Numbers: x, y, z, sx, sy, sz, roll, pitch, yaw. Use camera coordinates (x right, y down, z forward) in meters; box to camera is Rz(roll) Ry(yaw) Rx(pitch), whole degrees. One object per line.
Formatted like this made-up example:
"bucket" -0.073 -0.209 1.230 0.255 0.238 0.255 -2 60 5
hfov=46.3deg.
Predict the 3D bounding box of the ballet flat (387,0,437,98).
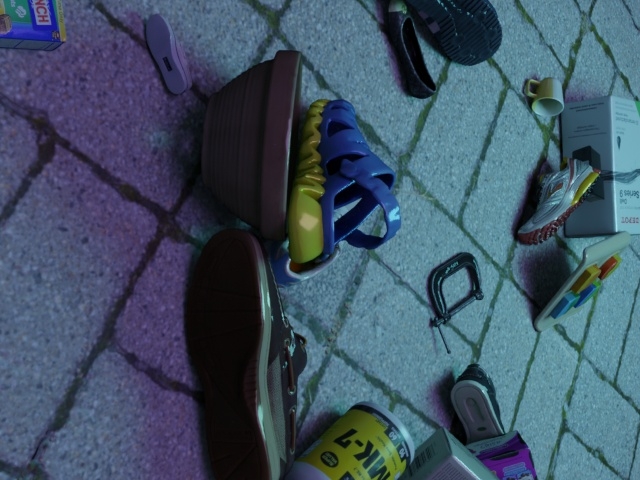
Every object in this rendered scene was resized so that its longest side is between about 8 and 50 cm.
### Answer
"ballet flat" 0.154 -0.319 1.238 0.057 0.049 0.173 -32 109 -40

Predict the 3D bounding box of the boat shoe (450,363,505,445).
"boat shoe" 0.288 0.327 1.310 0.079 0.084 0.233 -55 132 -60

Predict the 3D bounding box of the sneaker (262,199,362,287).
"sneaker" 0.000 0.000 1.052 0.228 0.092 0.087 -39 111 -38

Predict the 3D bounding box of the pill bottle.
"pill bottle" 0.027 0.330 1.041 0.208 0.119 0.119 -36 111 -38

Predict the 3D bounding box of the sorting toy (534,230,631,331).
"sorting toy" 0.530 0.086 1.498 0.193 0.038 0.208 -16 139 -42

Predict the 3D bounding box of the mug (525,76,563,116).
"mug" 0.458 -0.299 1.513 0.078 0.062 0.064 37 56 -42

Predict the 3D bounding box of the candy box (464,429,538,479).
"candy box" 0.292 0.454 1.256 0.159 0.071 0.233 -16 102 1

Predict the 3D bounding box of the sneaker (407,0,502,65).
"sneaker" 0.207 -0.420 1.263 0.319 0.112 0.131 33 32 -50

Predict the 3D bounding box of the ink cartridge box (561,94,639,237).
"ink cartridge box" 0.628 -0.151 1.616 0.211 0.121 0.289 -2 90 -42

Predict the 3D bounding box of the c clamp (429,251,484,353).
"c clamp" 0.241 0.099 1.320 0.160 0.022 0.137 -34 105 -37

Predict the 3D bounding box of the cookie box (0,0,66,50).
"cookie box" -0.332 -0.254 0.794 0.107 0.040 0.092 -10 93 -43

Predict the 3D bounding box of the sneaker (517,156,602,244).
"sneaker" 0.461 -0.078 1.497 0.225 0.092 0.088 -44 159 -22

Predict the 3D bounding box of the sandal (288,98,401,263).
"sandal" 0.034 -0.082 0.992 0.317 0.138 0.126 -86 178 -48

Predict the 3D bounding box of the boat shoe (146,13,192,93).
"boat shoe" -0.186 -0.234 0.937 0.100 0.035 0.035 69 23 -11

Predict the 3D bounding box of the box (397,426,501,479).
"box" 0.252 0.428 1.164 0.113 0.094 0.275 -44 100 9

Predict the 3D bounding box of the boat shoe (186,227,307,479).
"boat shoe" -0.081 0.152 0.964 0.123 0.123 0.342 -10 94 -58

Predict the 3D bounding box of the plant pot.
"plant pot" -0.085 -0.121 0.934 0.109 0.237 0.237 6 82 -1
